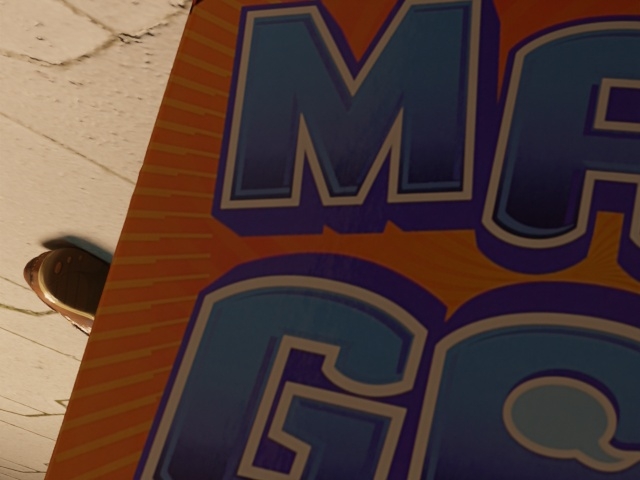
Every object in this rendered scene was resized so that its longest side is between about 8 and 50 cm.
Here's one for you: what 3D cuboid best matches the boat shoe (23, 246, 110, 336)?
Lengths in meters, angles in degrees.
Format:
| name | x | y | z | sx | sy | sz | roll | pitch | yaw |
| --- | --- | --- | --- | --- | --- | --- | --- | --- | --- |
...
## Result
| name | x | y | z | sx | sy | sz | roll | pitch | yaw |
| --- | --- | --- | --- | --- | --- | --- | --- | --- | --- |
| boat shoe | -0.196 | 0.062 | 1.156 | 0.060 | 0.064 | 0.178 | -1 | 148 | 46 |

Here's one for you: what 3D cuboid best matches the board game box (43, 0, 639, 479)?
| name | x | y | z | sx | sy | sz | roll | pitch | yaw |
| --- | --- | --- | --- | --- | --- | --- | --- | --- | --- |
| board game box | 0.132 | 0.083 | 0.581 | 0.356 | 0.356 | 0.356 | 6 | 158 | 19 |
